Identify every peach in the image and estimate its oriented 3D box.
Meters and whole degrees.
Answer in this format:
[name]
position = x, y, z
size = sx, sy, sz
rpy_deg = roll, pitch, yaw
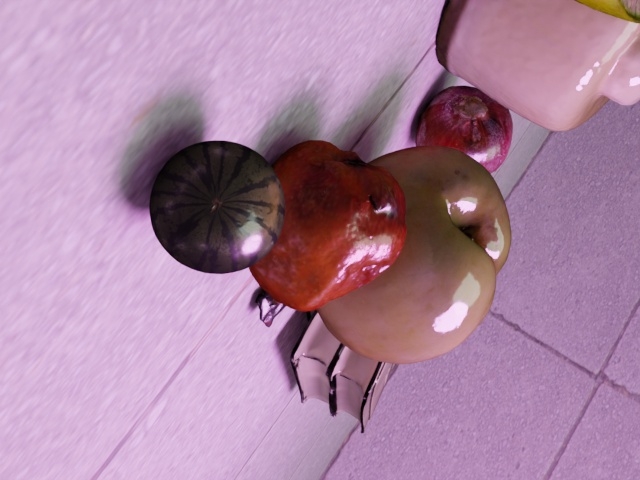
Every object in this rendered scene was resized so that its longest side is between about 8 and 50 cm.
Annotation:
[peach]
position = 0.107, 0.019, 0.970
size = 0.247, 0.292, 0.292
rpy_deg = 31, 91, -33

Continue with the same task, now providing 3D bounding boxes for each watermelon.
[watermelon]
position = -0.080, -0.024, 0.590
size = 0.105, 0.105, 0.133
rpy_deg = -56, 177, -9

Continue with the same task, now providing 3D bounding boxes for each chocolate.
[chocolate]
position = 0.360, -0.316, 1.051
size = 0.326, 0.297, 0.314
rpy_deg = -51, 168, -28

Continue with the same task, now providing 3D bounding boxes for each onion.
[onion]
position = 0.223, -0.150, 1.199
size = 0.159, 0.159, 0.195
rpy_deg = -48, 162, -33

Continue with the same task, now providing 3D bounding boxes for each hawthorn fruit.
[hawthorn fruit]
position = 0.006, -0.011, 0.775
size = 0.179, 0.173, 0.173
rpy_deg = -56, 165, -10

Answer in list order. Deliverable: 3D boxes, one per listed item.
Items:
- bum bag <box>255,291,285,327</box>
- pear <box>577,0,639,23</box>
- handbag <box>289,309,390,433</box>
[bum bag]
position = -0.047, 0.066, 0.983
size = 0.124, 0.034, 0.058
rpy_deg = -45, 146, -42
[pear]
position = 0.284, -0.420, 0.764
size = 0.399, 0.165, 0.398
rpy_deg = -31, 128, -50
[handbag]
position = 0.062, 0.176, 1.311
size = 0.236, 0.160, 0.358
rpy_deg = -59, 167, -20
